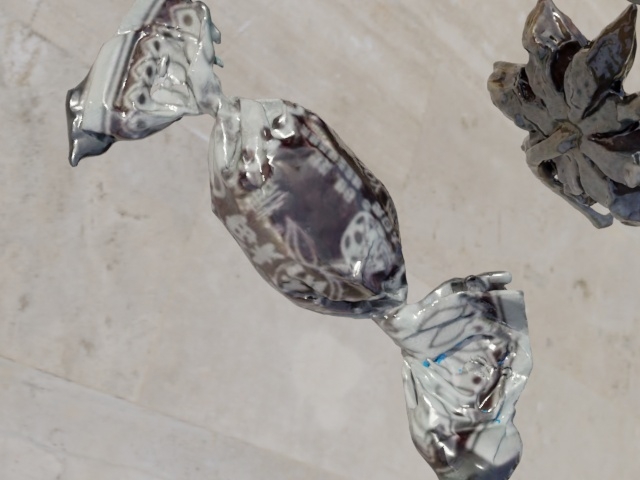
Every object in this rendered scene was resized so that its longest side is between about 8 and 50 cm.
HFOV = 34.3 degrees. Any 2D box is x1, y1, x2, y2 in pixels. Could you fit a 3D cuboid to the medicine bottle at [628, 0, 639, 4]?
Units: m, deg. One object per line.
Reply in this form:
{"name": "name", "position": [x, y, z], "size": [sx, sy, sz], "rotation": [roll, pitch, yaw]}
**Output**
{"name": "medicine bottle", "position": [0.204, -0.238, 0.696], "size": [0.168, 0.105, 0.105], "rotation": [26, 72, -45]}

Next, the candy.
{"name": "candy", "position": [0.000, 0.000, 0.390], "size": [0.226, 0.051, 0.094], "rotation": [47, 62, -6]}

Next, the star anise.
{"name": "star anise", "position": [0.231, -0.091, 0.906], "size": [0.081, 0.230, 0.262], "rotation": [-39, 144, -24]}
